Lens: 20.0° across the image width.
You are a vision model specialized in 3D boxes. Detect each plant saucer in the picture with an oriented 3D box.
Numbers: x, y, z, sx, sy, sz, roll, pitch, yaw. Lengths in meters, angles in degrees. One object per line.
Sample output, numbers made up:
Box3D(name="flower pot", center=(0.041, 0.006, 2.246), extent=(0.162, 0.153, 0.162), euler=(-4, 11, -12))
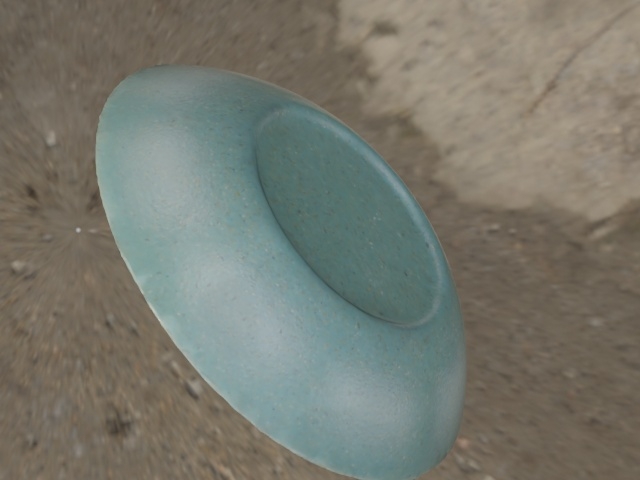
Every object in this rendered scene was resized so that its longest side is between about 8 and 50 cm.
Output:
Box3D(name="plant saucer", center=(0.000, 0.000, 0.705), extent=(0.037, 0.195, 0.195), euler=(-39, 96, 28))
